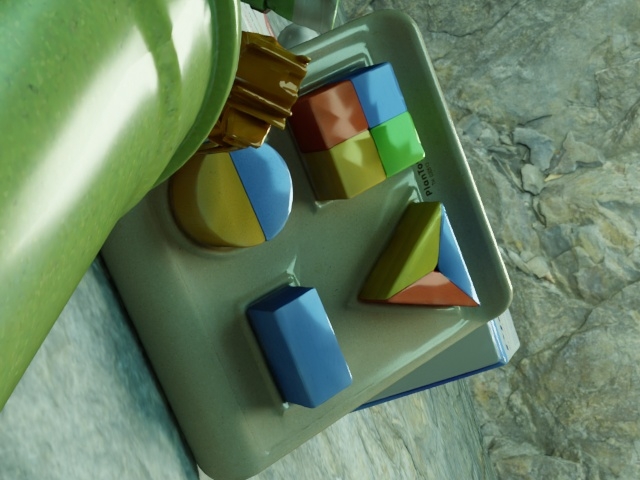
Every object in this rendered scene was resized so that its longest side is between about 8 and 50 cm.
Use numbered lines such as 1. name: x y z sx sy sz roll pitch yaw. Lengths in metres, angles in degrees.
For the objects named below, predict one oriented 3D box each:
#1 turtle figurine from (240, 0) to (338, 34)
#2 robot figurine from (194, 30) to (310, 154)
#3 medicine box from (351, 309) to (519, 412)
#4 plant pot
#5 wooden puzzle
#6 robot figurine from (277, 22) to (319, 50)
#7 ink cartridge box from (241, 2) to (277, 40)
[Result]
1. turtle figurine: -0.102 -0.308 1.063 0.274 0.266 0.197 -77 179 -60
2. robot figurine: -0.140 -0.113 0.740 0.211 0.291 0.085 26 79 -26
3. medicine box: 0.082 0.105 1.303 0.289 0.264 0.149 4 68 -77
4. plant pot: -0.189 -0.027 0.415 0.253 0.276 0.276 -78 149 -44
5. wooden puzzle: 0.000 0.000 0.965 0.080 0.348 0.322 6 -59 62
6. robot figurine: -0.048 -0.077 1.157 0.299 0.200 0.353 -66 159 -6
7. ink cartridge box: -0.113 -0.273 1.487 0.198 0.067 0.115 -87 155 -60
